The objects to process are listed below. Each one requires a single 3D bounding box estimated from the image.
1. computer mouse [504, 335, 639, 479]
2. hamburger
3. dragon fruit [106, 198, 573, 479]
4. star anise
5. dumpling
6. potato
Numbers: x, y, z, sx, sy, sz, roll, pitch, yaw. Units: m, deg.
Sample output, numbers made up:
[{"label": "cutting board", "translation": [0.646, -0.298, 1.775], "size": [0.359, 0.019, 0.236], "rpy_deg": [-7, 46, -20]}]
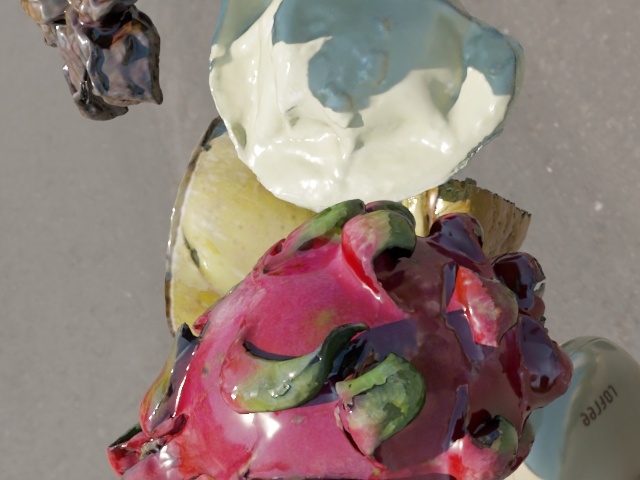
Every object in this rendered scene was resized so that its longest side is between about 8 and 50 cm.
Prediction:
[{"label": "computer mouse", "translation": [0.205, 0.182, 0.851], "size": [0.145, 0.237, 0.082], "rpy_deg": [-37, 37, -29]}, {"label": "hamburger", "translation": [0.198, -0.012, 1.512], "size": [0.124, 0.262, 0.131], "rpy_deg": [3, 79, 30]}, {"label": "dragon fruit", "translation": [0.002, 0.096, 0.630], "size": [0.272, 0.198, 0.218], "rpy_deg": [-38, 53, 36]}, {"label": "star anise", "translation": [-0.235, -0.218, 1.092], "size": [0.098, 0.214, 0.220], "rpy_deg": [-18, 23, -27]}, {"label": "dumpling", "translation": [0.039, -0.185, 1.335], "size": [0.395, 0.233, 0.316], "rpy_deg": [21, 92, 20]}, {"label": "potato", "translation": [0.000, 0.000, 1.649], "size": [0.319, 0.442, 0.386], "rpy_deg": [15, 104, 12]}]
